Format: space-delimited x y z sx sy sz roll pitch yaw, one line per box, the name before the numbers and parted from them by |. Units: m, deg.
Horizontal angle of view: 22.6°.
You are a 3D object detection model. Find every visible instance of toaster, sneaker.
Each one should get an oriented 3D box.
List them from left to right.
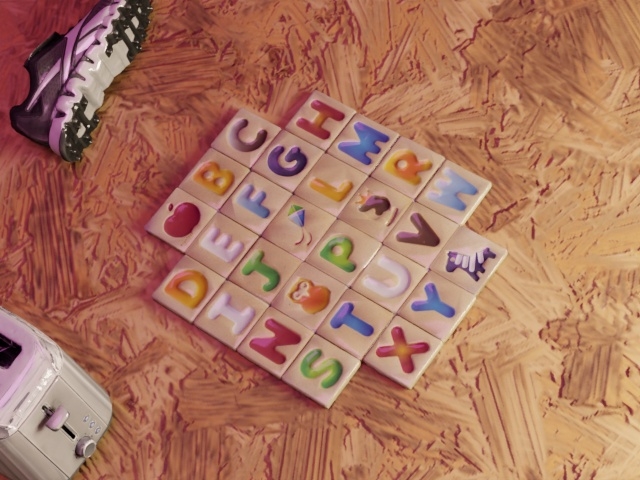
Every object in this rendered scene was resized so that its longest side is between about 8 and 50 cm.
toaster | -0.317 0.133 1.530 0.227 0.146 0.129 28 71 25
sneaker | -0.267 -0.200 1.740 0.106 0.078 0.234 17 69 19

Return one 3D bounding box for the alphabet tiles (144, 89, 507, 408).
alphabet tiles | 0.000 0.000 1.605 0.342 0.011 0.285 30 73 26
